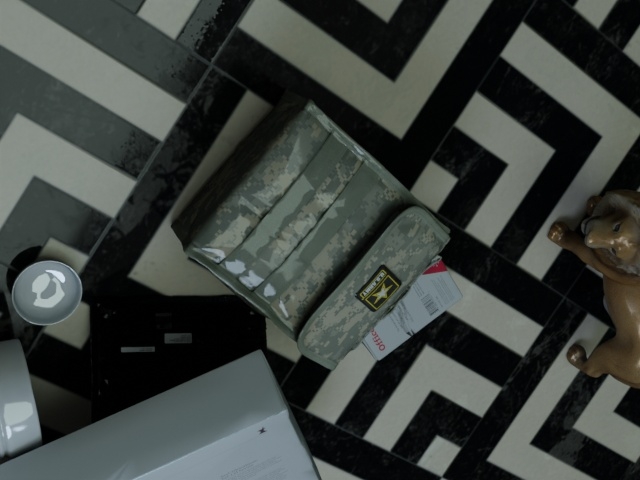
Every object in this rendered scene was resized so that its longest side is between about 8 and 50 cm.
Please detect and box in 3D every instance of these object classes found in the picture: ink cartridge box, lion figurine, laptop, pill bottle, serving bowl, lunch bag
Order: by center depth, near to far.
[{"bbox_3d":[-0.470,0.207,1.221,0.283,0.160,0.160,-11,113,-19],"label":"pill bottle"},{"bbox_3d":[-0.331,0.059,1.302,0.083,0.027,0.083,-8,113,-20],"label":"serving bowl"},{"bbox_3d":[0.000,0.000,1.328,0.287,0.169,0.235,41,91,-20],"label":"lunch bag"},{"bbox_3d":[-0.199,0.209,1.425,0.234,0.136,0.264,0,83,-24],"label":"laptop"},{"bbox_3d":[0.101,0.073,1.474,0.150,0.063,0.109,-36,118,-6],"label":"ink cartridge box"},{"bbox_3d":[0.438,0.084,1.522,0.142,0.240,0.392,-29,118,-11],"label":"lion figurine"}]

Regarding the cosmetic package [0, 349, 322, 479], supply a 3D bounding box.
[{"bbox_3d":[-0.199,0.302,1.314,0.377,0.097,0.284,-23,149,-5],"label":"cosmetic package"}]
